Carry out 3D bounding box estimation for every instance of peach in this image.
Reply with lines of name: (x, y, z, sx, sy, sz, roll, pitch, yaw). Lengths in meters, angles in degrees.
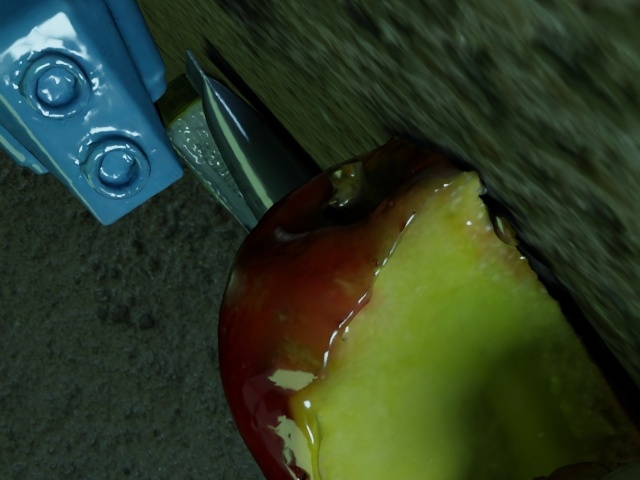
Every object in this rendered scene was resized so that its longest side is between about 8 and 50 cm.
peach: (0.055, 0.081, 0.542, 0.267, 0.159, 0.154, 47, -176, -30)

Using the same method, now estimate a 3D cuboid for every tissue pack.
tissue pack: (-0.095, -0.088, 1.250, 0.185, 0.081, 0.257, 48, 179, -18)

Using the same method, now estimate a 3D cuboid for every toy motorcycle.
toy motorcycle: (-0.196, -0.173, 0.517, 0.416, 0.172, 0.232, 58, 180, -25)

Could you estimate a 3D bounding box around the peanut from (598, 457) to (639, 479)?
peanut: (0.162, 0.164, 0.317, 0.256, 0.123, 0.123, 46, 178, -6)

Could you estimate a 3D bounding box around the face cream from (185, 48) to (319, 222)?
face cream: (0.000, 0.000, 1.003, 0.385, 0.086, 0.135, 53, 175, -3)

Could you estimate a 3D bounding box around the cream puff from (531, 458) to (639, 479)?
cream puff: (0.119, 0.140, 0.438, 0.103, 0.144, 0.126, -71, -37, -74)
